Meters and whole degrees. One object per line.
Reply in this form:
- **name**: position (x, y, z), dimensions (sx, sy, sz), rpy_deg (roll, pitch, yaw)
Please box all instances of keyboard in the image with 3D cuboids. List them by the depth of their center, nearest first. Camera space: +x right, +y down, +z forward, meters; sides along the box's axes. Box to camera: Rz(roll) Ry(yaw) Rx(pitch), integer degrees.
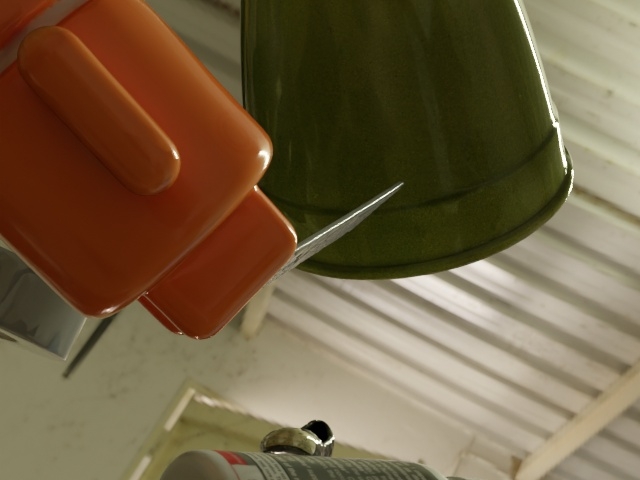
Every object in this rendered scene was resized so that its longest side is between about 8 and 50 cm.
- **keyboard**: position (0.000, 0.000, 0.831), dimensions (0.072, 0.256, 0.014), rpy_deg (-34, -91, 27)

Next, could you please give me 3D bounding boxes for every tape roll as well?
- **tape roll**: position (-0.351, 0.052, 1.102), dimensions (0.219, 0.072, 0.219), rpy_deg (21, -15, 6)

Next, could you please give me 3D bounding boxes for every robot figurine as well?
- **robot figurine**: position (-0.112, -0.051, 0.496), dimensions (0.128, 0.158, 0.219), rpy_deg (-38, -77, 24)

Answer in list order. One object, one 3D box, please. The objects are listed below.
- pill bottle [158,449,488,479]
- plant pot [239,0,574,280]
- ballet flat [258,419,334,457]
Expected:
- **pill bottle**: position (0.019, 0.248, 0.813), dimensions (0.283, 0.161, 0.161), rpy_deg (10, -21, -30)
- **plant pot**: position (0.064, -0.205, 1.104), dimensions (0.367, 0.366, 0.353), rpy_deg (9, -52, 32)
- **ballet flat**: position (-0.020, 0.178, 0.946), dimensions (0.058, 0.049, 0.173), rpy_deg (12, -12, 8)
